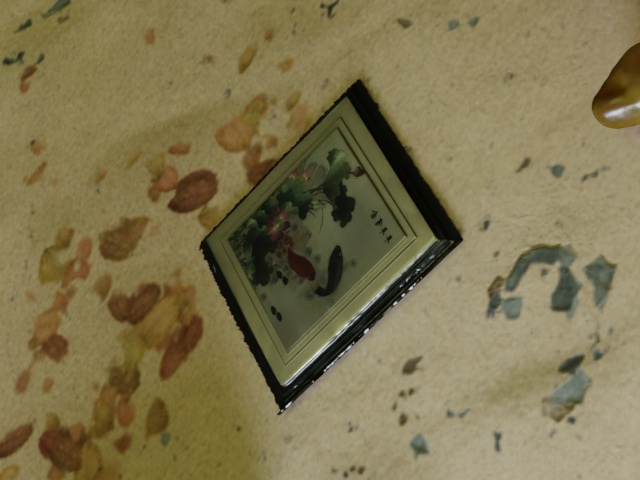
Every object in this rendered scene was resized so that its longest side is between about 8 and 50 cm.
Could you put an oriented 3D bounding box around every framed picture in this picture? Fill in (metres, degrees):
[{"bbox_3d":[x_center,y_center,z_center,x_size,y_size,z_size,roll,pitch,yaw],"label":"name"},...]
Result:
[{"bbox_3d":[0.000,0.000,1.486,0.199,0.010,0.195,-45,48,17],"label":"framed picture"}]

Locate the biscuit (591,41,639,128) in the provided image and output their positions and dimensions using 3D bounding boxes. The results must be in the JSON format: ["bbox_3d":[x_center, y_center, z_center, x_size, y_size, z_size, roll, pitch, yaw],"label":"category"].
[{"bbox_3d":[0.287,-0.125,1.260,0.208,0.047,0.164,23,85,46],"label":"biscuit"}]
